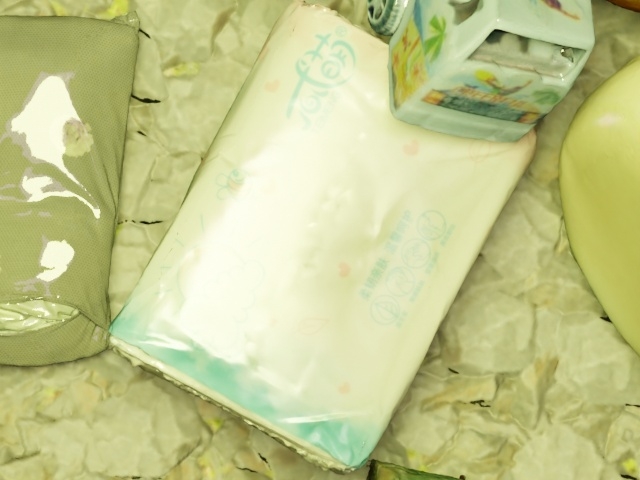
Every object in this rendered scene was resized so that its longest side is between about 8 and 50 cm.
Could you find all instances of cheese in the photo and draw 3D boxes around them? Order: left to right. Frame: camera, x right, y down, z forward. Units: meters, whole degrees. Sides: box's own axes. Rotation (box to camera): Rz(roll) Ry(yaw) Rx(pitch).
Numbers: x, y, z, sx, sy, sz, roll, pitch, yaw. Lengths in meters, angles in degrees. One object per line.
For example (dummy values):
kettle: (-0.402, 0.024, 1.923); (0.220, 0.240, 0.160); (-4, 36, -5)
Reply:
cheese: (0.263, 0.000, 1.196); (0.127, 0.233, 0.266); (-28, 91, -13)

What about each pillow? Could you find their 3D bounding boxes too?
pillow: (-0.209, -0.039, 1.267); (0.169, 0.059, 0.255); (3, 88, 2)

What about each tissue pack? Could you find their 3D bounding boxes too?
tissue pack: (0.002, 0.001, 1.234); (0.201, 0.124, 0.271); (29, 83, -5)

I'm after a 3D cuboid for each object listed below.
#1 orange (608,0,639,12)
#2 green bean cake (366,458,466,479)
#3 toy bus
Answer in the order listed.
orange: (0.246, -0.247, 1.223); (0.206, 0.206, 0.206); (0, 87, -1)
green bean cake: (0.062, 0.238, 1.198); (0.094, 0.181, 0.173); (11, 84, -2)
toy bus: (0.099, -0.235, 1.190); (0.109, 0.136, 0.329); (8, 63, -23)
